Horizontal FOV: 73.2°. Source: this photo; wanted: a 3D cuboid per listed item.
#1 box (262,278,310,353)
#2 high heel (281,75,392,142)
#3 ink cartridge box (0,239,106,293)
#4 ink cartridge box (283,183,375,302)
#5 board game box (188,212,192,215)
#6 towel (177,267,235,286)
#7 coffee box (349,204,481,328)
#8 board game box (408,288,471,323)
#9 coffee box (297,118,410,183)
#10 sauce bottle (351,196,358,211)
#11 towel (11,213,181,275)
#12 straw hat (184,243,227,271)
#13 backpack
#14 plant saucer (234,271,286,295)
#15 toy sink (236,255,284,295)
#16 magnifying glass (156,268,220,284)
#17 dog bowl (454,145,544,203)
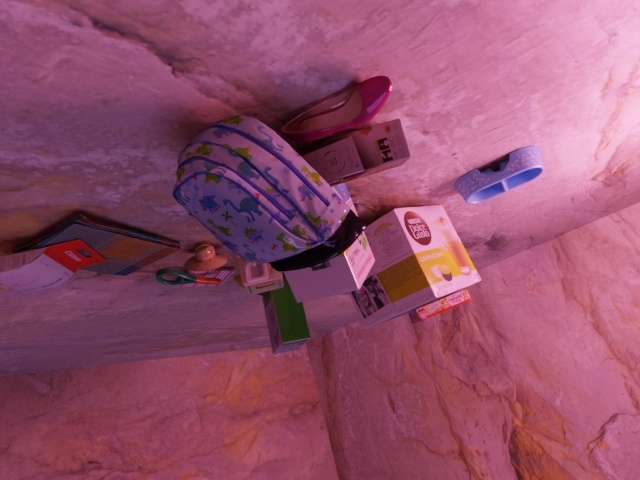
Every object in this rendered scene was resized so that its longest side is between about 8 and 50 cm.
[{"bbox_3d":[-0.148,0.320,1.819,0.127,0.261,0.231,-7,158,-20],"label":"box"},{"bbox_3d":[0.030,-0.277,0.909,0.244,0.082,0.117,-17,174,42],"label":"high heel"},{"bbox_3d":[-0.742,0.077,1.186,0.233,0.066,0.189,-9,160,-8],"label":"ink cartridge box"},{"bbox_3d":[0.000,0.000,1.207,0.197,0.270,0.198,-16,-165,25],"label":"ink cartridge box"},{"bbox_3d":[-0.234,-0.057,1.217,0.194,0.060,0.194,14,173,13],"label":"board game box"},{"bbox_3d":[-0.452,0.141,1.703,0.197,0.029,0.144,4,149,-42],"label":"towel"},{"bbox_3d":[0.315,0.090,1.620,0.338,0.334,0.338,-8,159,-46],"label":"coffee box"},{"bbox_3d":[0.426,0.239,1.558,0.194,0.045,0.147,-22,166,-4],"label":"board game box"},{"bbox_3d":[0.078,-0.201,1.051,0.247,0.098,0.141,-16,180,1],"label":"coffee box"},{"bbox_3d":[0.105,-0.106,1.447,0.042,0.042,0.128,-13,158,-7],"label":"sauce bottle"},{"bbox_3d":[-0.638,0.026,1.268,0.272,0.040,0.370,-22,160,20],"label":"towel"},{"bbox_3d":[-0.388,0.046,1.448,0.145,0.144,0.061,-10,116,-15],"label":"straw hat"},{"bbox_3d":[-0.130,-0.092,0.918,0.290,0.355,0.273,-11,-156,51],"label":"backpack"},{"bbox_3d":[-0.159,0.178,1.929,0.333,0.080,0.333,-22,158,15],"label":"plant saucer"},{"bbox_3d":[-0.227,0.112,1.639,0.153,0.131,0.234,-13,158,-9],"label":"toy sink"},{"bbox_3d":[-0.492,0.143,1.614,0.231,0.026,0.092,9,144,-20],"label":"magnifying glass"},{"bbox_3d":[0.619,-0.216,1.487,0.297,0.074,0.166,-24,158,23],"label":"dog bowl"}]
